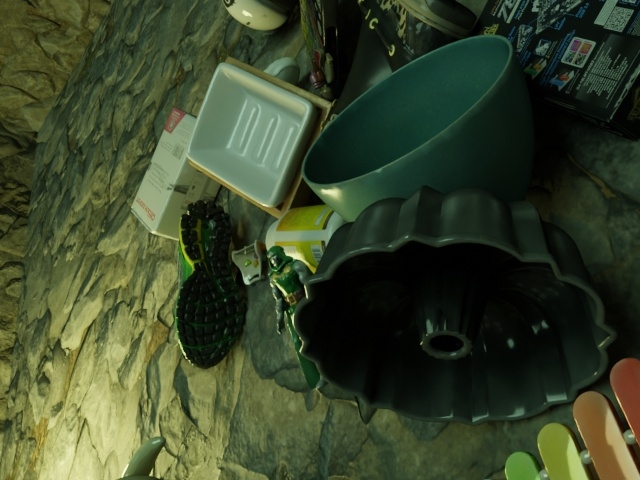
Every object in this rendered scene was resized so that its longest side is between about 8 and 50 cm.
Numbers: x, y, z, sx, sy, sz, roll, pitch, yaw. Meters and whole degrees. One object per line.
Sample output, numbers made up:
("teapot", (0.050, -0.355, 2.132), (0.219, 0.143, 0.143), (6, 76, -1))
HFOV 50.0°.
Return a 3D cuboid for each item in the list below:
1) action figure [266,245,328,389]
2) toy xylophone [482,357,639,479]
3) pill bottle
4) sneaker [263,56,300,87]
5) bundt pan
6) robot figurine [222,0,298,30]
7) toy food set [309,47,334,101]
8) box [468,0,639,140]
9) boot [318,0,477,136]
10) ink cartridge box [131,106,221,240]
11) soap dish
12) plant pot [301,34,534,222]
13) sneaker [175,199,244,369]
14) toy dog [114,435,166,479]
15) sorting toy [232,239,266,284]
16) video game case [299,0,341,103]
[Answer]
("action figure", (-0.025, 0.113, 1.074), (0.137, 0.063, 0.232), (-31, 82, 31))
("toy xylophone", (0.277, 0.276, 0.652), (0.322, 0.081, 0.236), (-49, 41, 29))
("pill bottle", (0.000, 0.000, 1.132), (0.215, 0.117, 0.117), (-1, 74, 54))
("sneaker", (-0.090, -0.261, 1.423), (0.115, 0.090, 0.232), (49, 122, 43))
("bundt pan", (0.140, 0.067, 0.755), (0.331, 0.331, 0.124), (-36, 30, 40))
("robot figurine", (-0.109, -0.607, 1.517), (0.173, 0.209, 0.278), (38, 109, 17))
("toy food set", (0.000, -0.290, 1.221), (0.078, 0.019, 0.122), (57, 163, 37))
("box", (0.340, -0.307, 0.851), (0.295, 0.073, 0.293), (-63, 35, 12))
("boot", (0.092, -0.287, 1.123), (0.284, 0.138, 0.377), (-65, 26, 21))
("ink cartridge box", (-0.332, -0.159, 1.663), (0.207, 0.117, 0.283), (35, 102, 54))
("soap dish", (-0.108, -0.195, 1.304), (0.291, 0.118, 0.229), (32, 105, 34))
("plant pot", (0.150, -0.092, 0.868), (0.290, 0.195, 0.290), (-31, 25, 16))
("sneaker", (-0.234, 0.099, 1.429), (0.146, 0.134, 0.343), (122, 148, -63))
("toy dog", (-0.235, 0.518, 1.121), (0.408, 0.284, 0.395), (-27, 35, 43))
("sorting toy", (-0.135, 0.048, 1.366), (0.083, 0.045, 0.075), (-23, 65, 45))
("video game case", (-0.004, -0.426, 1.284), (0.248, 0.035, 0.274), (86, 172, -51))
